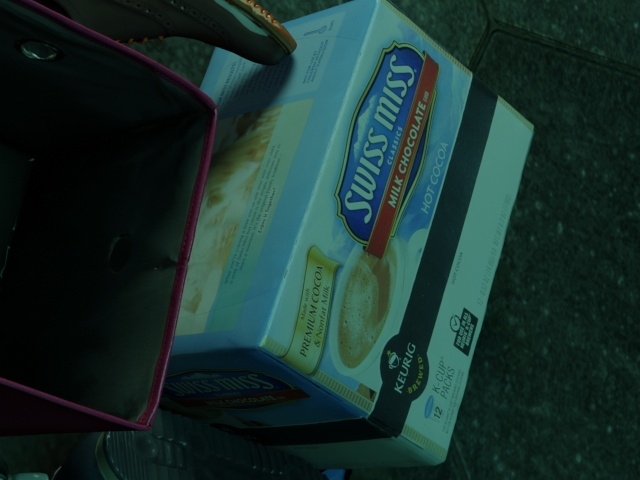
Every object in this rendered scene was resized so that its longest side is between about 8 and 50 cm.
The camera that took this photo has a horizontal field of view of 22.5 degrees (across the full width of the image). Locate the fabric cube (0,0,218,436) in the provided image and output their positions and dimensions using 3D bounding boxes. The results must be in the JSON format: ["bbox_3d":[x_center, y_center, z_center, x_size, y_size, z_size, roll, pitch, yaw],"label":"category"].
[{"bbox_3d":[-0.266,-0.012,1.155,0.254,0.258,0.259,25,68,-37],"label":"fabric cube"}]

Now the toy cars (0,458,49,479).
[{"bbox_3d":[-0.359,0.276,1.138,0.176,0.087,0.393,41,48,12],"label":"toy cars"}]

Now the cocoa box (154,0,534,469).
[{"bbox_3d":[0.000,0.000,1.415,0.228,0.231,0.347,36,61,-34],"label":"cocoa box"}]

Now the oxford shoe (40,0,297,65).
[{"bbox_3d":[-0.154,-0.196,1.359,0.271,0.097,0.098,23,86,-4],"label":"oxford shoe"}]

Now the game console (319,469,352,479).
[{"bbox_3d":[0.004,0.269,1.485,0.122,0.071,0.107,-26,80,-41],"label":"game console"}]

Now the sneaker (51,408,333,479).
[{"bbox_3d":[-0.090,0.240,1.375,0.319,0.131,0.112,31,38,-32],"label":"sneaker"}]
